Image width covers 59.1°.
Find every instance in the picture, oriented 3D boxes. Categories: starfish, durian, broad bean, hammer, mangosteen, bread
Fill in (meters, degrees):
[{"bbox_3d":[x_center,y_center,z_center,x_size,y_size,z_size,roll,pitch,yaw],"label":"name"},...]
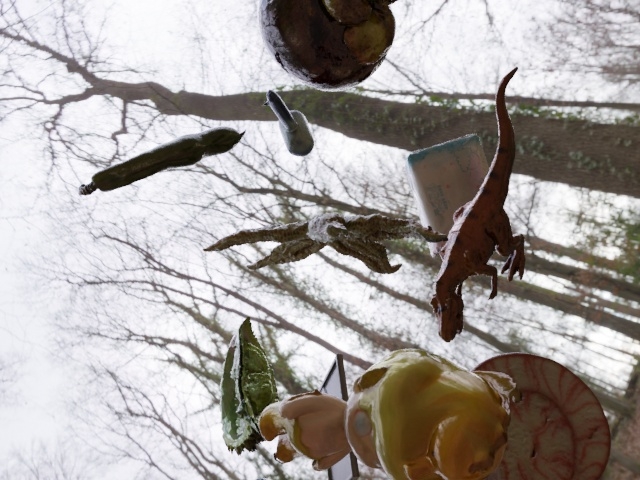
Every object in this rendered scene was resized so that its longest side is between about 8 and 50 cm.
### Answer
[{"bbox_3d":[-0.002,-0.003,0.891,0.358,0.347,0.078,5,-100,-11],"label":"starfish"},{"bbox_3d":[-0.197,0.374,1.423,0.159,0.351,0.169,-14,-44,3],"label":"durian"},{"bbox_3d":[-0.276,-0.147,1.001,0.318,0.098,0.055,-22,-72,-17],"label":"broad bean"},{"bbox_3d":[-0.079,-0.278,1.285,0.070,0.116,0.194,-25,-30,10],"label":"hammer"},{"bbox_3d":[0.027,-0.301,0.738,0.192,0.217,0.192,11,-108,-39],"label":"mangosteen"},{"bbox_3d":[0.417,0.388,1.175,0.328,0.114,0.294,-7,-117,-7],"label":"bread"}]

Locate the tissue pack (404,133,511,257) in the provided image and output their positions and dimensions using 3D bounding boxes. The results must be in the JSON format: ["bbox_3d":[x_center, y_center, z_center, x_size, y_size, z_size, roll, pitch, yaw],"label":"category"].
[{"bbox_3d":[0.340,-0.112,1.429,0.202,0.124,0.270,-17,-102,7],"label":"tissue pack"}]

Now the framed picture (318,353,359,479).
[{"bbox_3d":[0.037,0.451,1.354,0.020,0.289,0.211,3,-40,-14],"label":"framed picture"}]

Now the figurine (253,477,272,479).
[{"bbox_3d":[-0.071,0.589,1.177,0.127,0.234,0.185,-57,-43,-8],"label":"figurine"}]

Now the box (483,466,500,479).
[{"bbox_3d":[0.157,0.279,0.573,0.051,0.036,0.117,-9,-83,-18],"label":"box"}]

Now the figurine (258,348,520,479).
[{"bbox_3d":[0.057,0.168,0.520,0.156,0.247,0.131,64,-148,-23],"label":"figurine"}]

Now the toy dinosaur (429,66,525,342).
[{"bbox_3d":[0.273,-0.036,0.923,0.208,0.097,0.431,27,-104,-48],"label":"toy dinosaur"}]
